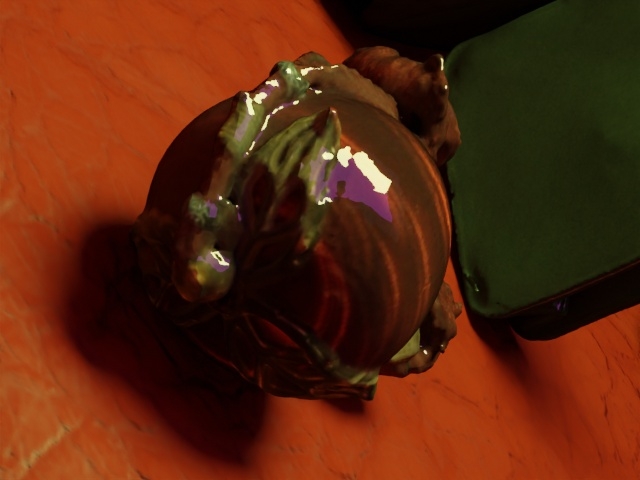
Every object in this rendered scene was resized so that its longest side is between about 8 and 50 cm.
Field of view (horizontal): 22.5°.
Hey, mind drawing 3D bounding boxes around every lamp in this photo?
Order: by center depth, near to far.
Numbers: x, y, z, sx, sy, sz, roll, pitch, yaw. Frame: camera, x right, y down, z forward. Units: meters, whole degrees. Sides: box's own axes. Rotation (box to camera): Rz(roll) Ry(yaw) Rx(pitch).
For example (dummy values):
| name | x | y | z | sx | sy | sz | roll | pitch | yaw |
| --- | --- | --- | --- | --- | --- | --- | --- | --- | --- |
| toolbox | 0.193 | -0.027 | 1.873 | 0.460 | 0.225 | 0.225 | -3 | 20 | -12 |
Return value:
| name | x | y | z | sx | sy | sz | roll | pitch | yaw |
| --- | --- | --- | --- | --- | --- | --- | --- | --- | --- |
| lamp | 0.006 | 0.005 | 0.810 | 0.223 | 0.215 | 0.151 | -19 | 37 | -34 |

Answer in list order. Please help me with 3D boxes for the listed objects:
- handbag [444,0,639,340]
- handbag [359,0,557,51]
| name | x | y | z | sx | sy | sz | roll | pitch | yaw |
| --- | --- | --- | --- | --- | --- | --- | --- | --- | --- |
| handbag | 0.212 | -0.076 | 1.141 | 0.079 | 0.260 | 0.247 | 30 | 47 | -42 |
| handbag | 0.121 | -0.231 | 1.320 | 0.275 | 0.178 | 0.302 | 46 | 19 | 20 |
